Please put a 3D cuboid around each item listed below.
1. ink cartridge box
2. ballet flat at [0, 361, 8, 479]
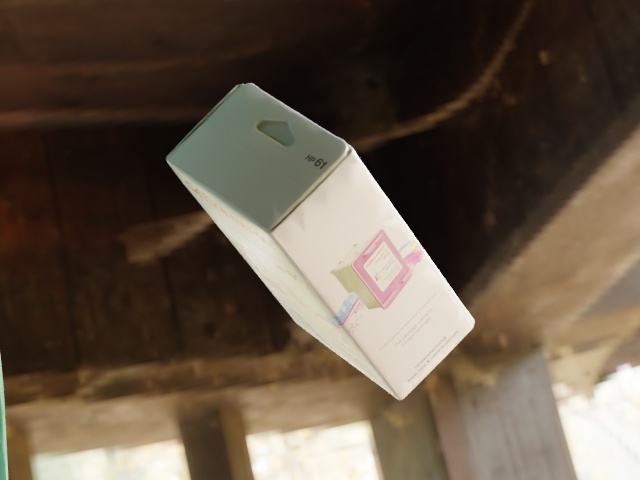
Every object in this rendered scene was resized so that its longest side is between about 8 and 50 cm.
[{"bbox_3d":[0.000,0.000,0.802,0.052,0.088,0.122,-44,-50,-10],"label":"ink cartridge box"},{"bbox_3d":[-0.210,-0.035,0.832,0.147,0.408,0.147,-4,-9,-1],"label":"ballet flat"}]
